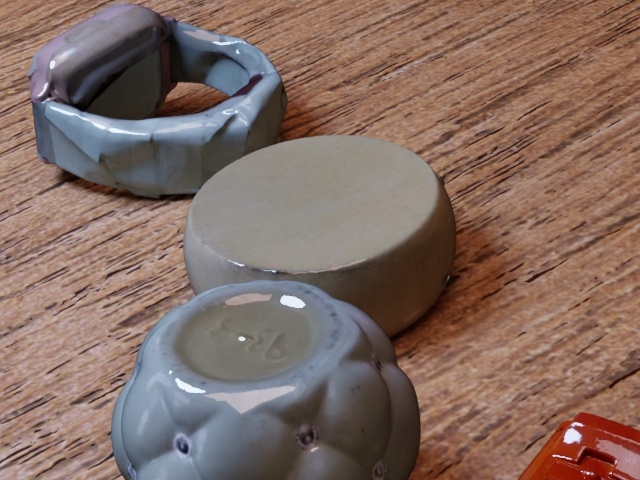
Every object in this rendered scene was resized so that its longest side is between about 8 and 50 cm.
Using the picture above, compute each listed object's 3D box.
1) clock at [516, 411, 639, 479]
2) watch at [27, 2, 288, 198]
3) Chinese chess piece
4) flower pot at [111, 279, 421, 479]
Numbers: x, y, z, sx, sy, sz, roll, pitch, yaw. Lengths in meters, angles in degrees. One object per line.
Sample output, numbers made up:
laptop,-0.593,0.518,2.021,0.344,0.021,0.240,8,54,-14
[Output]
clock,0.200,0.206,1.177,0.113,0.061,0.155,17,43,31
watch,-0.171,-0.144,1.701,0.241,0.161,0.253,32,52,27
Chinese chess piece,0.000,0.000,1.477,0.273,0.102,0.273,-6,34,4
flower pot,-0.042,0.149,1.184,0.246,0.195,0.246,-6,34,4
